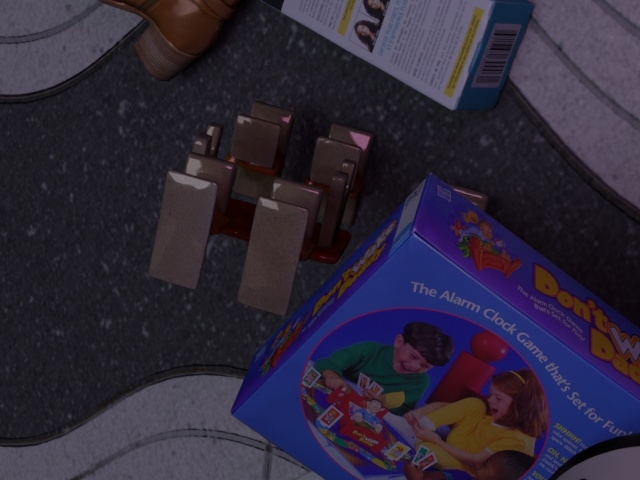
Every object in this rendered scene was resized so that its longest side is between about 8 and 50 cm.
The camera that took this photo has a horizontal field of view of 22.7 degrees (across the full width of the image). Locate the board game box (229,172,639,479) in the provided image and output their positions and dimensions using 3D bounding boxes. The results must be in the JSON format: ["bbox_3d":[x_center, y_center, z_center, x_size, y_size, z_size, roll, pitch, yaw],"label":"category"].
[{"bbox_3d":[0.142,0.141,1.194,0.347,0.078,0.233,36,125,-11],"label":"board game box"}]

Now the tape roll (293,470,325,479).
[{"bbox_3d":[0.074,0.383,1.417,0.392,0.072,0.392,4,96,41],"label":"tape roll"}]

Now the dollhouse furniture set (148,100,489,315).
[{"bbox_3d":[0.000,0.000,1.341,0.259,0.262,0.135,16,110,8],"label":"dollhouse furniture set"}]

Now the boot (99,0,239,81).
[{"bbox_3d":[-0.152,-0.273,1.559,0.152,0.073,0.197,-42,79,38],"label":"boot"}]

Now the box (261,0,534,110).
[{"bbox_3d":[0.060,-0.206,1.378,0.244,0.060,0.100,35,116,34],"label":"box"}]

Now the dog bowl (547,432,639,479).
[{"bbox_3d":[0.279,0.331,1.056,0.408,0.150,0.408,26,139,26],"label":"dog bowl"}]
